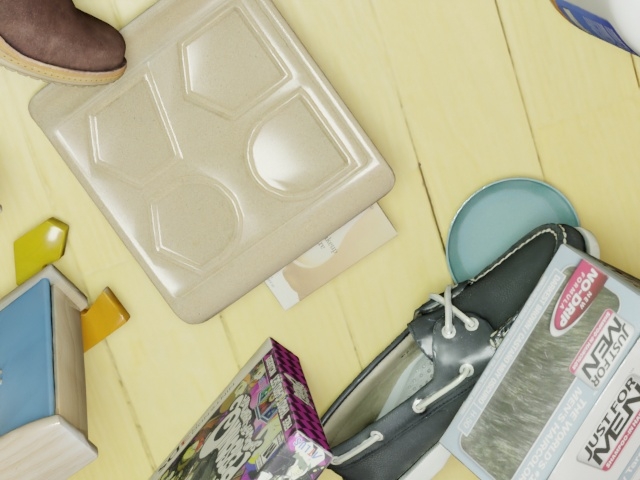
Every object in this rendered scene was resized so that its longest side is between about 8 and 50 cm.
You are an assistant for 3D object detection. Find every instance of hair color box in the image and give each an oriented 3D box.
[{"bbox_3d":[0.290,0.153,1.269,0.374,0.113,0.185,23,102,-43],"label":"hair color box"}]

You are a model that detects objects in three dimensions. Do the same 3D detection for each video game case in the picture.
[{"bbox_3d":[-0.082,0.197,1.240,0.042,0.232,0.210,38,97,-14],"label":"video game case"}]

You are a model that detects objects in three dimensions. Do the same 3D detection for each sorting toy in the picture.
[{"bbox_3d":[-0.124,-0.050,1.254,0.307,0.041,0.229,-35,97,11],"label":"sorting toy"}]

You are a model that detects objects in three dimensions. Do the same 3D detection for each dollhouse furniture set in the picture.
[{"bbox_3d":[-0.349,0.067,1.123,0.286,0.198,0.303,-35,122,12],"label":"dollhouse furniture set"}]

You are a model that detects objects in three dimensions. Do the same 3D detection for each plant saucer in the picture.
[{"bbox_3d":[0.163,0.002,1.334,0.119,0.021,0.119,-2,106,-9],"label":"plant saucer"}]

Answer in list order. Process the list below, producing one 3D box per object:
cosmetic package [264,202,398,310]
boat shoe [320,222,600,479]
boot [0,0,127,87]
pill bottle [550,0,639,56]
[{"bbox_3d":[0.000,0.000,1.297,0.115,0.041,0.060,-35,106,2],"label":"cosmetic package"},{"bbox_3d":[0.106,0.095,1.286,0.091,0.114,0.302,31,107,-21],"label":"boat shoe"},{"bbox_3d":[-0.201,-0.230,1.104,0.248,0.090,0.207,19,108,-41],"label":"boot"},{"bbox_3d":[0.266,-0.207,1.161,0.152,0.272,0.152,-2,106,-9],"label":"pill bottle"}]
